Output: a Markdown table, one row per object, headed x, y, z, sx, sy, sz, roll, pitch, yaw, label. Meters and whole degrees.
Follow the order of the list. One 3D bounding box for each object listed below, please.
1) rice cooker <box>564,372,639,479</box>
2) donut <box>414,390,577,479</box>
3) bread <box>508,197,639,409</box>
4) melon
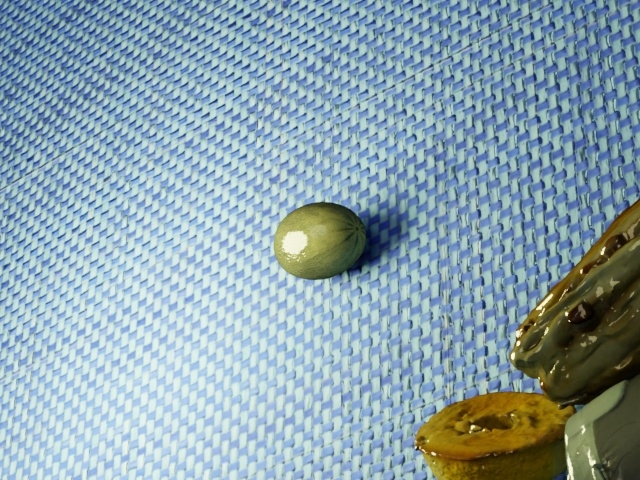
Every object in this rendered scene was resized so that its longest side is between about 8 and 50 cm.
| x | y | z | sx | sy | sz | roll | pitch | yaw | label |
| --- | --- | --- | --- | --- | --- | --- | --- | --- | --- |
| 0.381 | 0.221 | 1.767 | 0.277 | 0.288 | 0.288 | -40 | 42 | 24 | rice cooker |
| 0.191 | 0.217 | 2.075 | 0.178 | 0.162 | 0.065 | 12 | 119 | 56 | donut |
| 0.351 | 0.036 | 1.931 | 0.167 | 0.324 | 0.277 | 44 | 114 | 6 | bread |
| 0.000 | 0.000 | 2.447 | 0.130 | 0.098 | 0.098 | -14 | 56 | 38 | melon |
